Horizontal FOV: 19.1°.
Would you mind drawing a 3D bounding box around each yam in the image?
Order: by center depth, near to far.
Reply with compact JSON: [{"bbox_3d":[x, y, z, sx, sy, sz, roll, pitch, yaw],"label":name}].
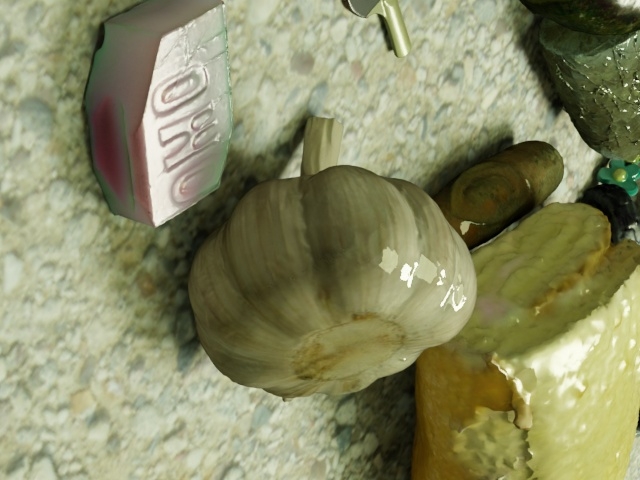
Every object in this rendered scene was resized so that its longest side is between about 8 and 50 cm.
[{"bbox_3d":[0.264,-0.157,1.768,0.107,0.107,0.183,-57,148,-19],"label":"yam"}]

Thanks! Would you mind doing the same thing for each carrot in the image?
[{"bbox_3d":[0.106,-0.008,1.655,0.342,0.070,0.070,-33,133,-41],"label":"carrot"}]

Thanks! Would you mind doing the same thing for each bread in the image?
[{"bbox_3d":[0.181,0.167,1.726,0.236,0.165,0.375,-37,144,-35],"label":"bread"}]

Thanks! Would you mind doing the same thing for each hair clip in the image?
[{"bbox_3d":[0.302,-0.055,1.936,0.173,0.049,0.049,-60,147,-12],"label":"hair clip"}]

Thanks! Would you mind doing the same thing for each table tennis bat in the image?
[{"bbox_3d":[0.048,-0.206,1.504,0.087,0.013,0.156,-52,143,-27],"label":"table tennis bat"}]

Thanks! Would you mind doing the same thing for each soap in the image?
[{"bbox_3d":[-0.109,-0.086,1.299,0.100,0.056,0.149,-33,133,-40],"label":"soap"}]

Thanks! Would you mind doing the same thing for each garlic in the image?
[{"bbox_3d":[0.000,0.000,1.443,0.218,0.219,0.212,52,23,-54],"label":"garlic"}]

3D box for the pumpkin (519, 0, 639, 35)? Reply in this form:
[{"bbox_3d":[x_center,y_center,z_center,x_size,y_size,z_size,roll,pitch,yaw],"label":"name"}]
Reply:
[{"bbox_3d":[0.246,-0.283,1.621,0.224,0.157,0.223,-10,107,-36],"label":"pumpkin"}]

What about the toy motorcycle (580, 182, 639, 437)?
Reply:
[{"bbox_3d":[0.286,0.091,1.862,0.108,0.173,0.307,-13,136,-15],"label":"toy motorcycle"}]
